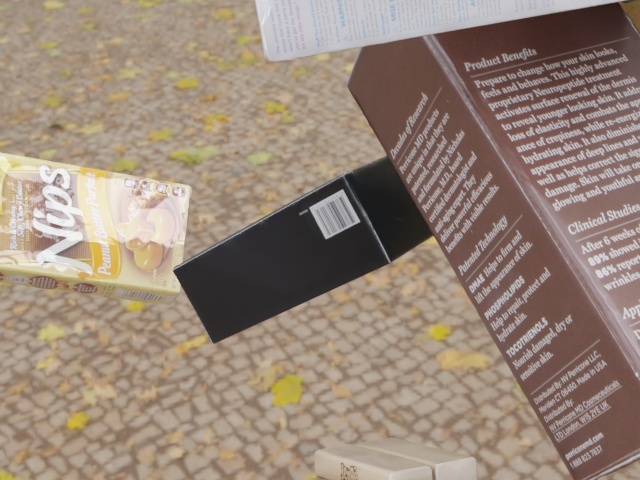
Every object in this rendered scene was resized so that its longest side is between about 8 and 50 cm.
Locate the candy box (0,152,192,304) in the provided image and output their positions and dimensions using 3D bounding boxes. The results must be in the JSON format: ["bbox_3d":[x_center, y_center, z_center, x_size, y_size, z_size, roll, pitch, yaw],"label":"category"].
[{"bbox_3d":[-0.369,-0.015,1.450,0.316,0.087,0.183,9,69,-18],"label":"candy box"}]

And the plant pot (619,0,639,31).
[{"bbox_3d":[0.432,-0.187,0.894,0.237,0.237,0.254,-15,54,-16],"label":"plant pot"}]

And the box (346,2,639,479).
[{"bbox_3d":[0.195,-0.033,0.720,0.191,0.143,0.381,-17,69,-25],"label":"box"}]

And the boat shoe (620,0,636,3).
[{"bbox_3d":[0.263,-0.242,0.688,0.103,0.113,0.302,-24,21,7],"label":"boat shoe"}]

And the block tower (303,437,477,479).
[{"bbox_3d":[0.037,0.294,0.549,0.091,0.335,0.097,-2,-2,-28],"label":"block tower"}]

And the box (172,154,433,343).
[{"bbox_3d":[0.000,0.000,1.008,0.261,0.103,0.184,-27,3,38],"label":"box"}]

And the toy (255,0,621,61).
[{"bbox_3d":[0.066,-0.187,0.533,0.237,0.137,0.056,-12,9,-13],"label":"toy"}]
